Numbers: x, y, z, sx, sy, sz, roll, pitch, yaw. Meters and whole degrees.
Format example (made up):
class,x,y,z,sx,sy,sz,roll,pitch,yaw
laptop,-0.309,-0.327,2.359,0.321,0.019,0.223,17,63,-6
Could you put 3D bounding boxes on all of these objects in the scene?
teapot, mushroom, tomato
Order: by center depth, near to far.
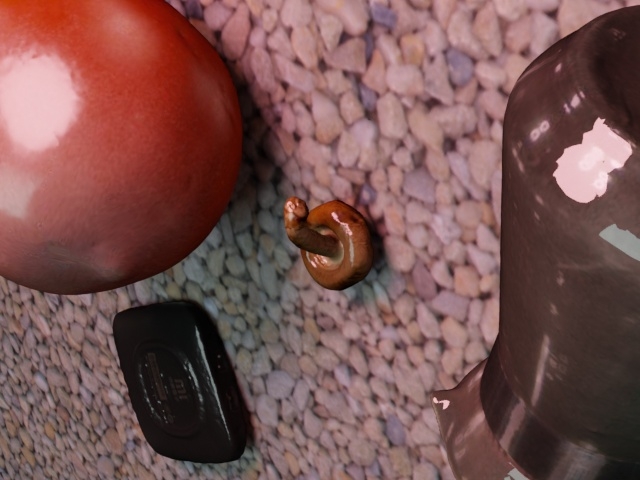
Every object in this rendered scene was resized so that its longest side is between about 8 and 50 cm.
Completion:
class,x,y,z,sx,sy,sz,roll,pitch,yaw
teapot,0.238,0.046,0.676,0.300,0.253,0.344,15,133,4
mushroom,0.009,-0.006,0.975,0.088,0.073,0.129,47,172,38
tomato,-0.236,-0.096,1.006,0.321,0.321,0.321,22,124,37

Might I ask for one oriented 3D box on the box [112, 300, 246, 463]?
class,x,y,z,sx,sy,sz,roll,pitch,yaw
box,-0.186,0.183,1.287,0.201,0.042,0.212,-12,94,43
